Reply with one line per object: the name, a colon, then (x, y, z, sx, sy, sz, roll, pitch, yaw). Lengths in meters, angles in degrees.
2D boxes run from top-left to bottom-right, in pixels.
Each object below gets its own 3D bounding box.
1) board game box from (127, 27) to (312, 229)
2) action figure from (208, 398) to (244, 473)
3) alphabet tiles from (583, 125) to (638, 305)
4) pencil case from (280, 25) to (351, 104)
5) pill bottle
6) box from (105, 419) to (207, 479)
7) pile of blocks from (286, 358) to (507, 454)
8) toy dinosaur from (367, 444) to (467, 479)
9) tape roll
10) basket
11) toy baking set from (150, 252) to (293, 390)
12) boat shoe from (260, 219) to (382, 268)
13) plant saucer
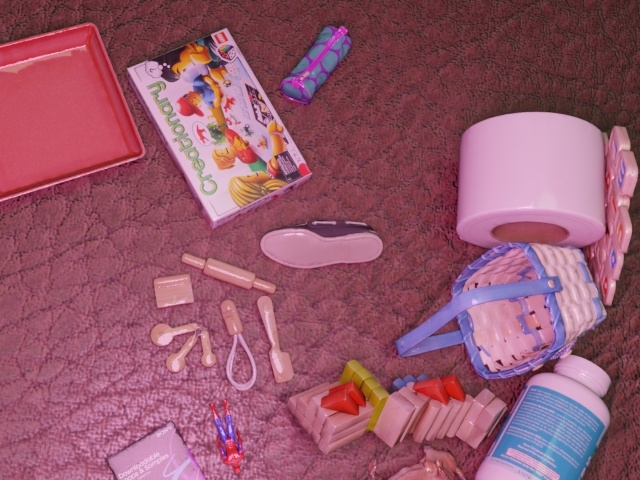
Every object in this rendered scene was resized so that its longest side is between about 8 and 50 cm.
board game box: (-0.174, -0.195, 1.378, 0.193, 0.053, 0.305, -28, 82, -18)
action figure: (-0.144, 0.308, 1.257, 0.038, 0.030, 0.115, -15, 83, -10)
alphabet tiles: (0.484, -0.042, 1.354, 0.021, 0.284, 0.278, 4, 40, 6)
pencil case: (-0.006, -0.314, 1.440, 0.064, 0.070, 0.151, 35, 69, -1)
pill bottle: (0.372, 0.318, 1.305, 0.146, 0.146, 0.264, 36, 71, -1)
box: (-0.236, 0.371, 1.218, 0.116, 0.029, 0.162, -29, 81, -18)
pile of blocks: (0.136, 0.238, 1.263, 0.362, 0.112, 0.149, 4, 37, -21)
toy dinosaur: (0.124, 0.450, 1.231, 0.200, 0.127, 0.295, 22, 77, -13)
tape roll: (0.356, -0.090, 1.365, 0.246, 0.246, 0.169, 8, 73, -10)
basket: (0.290, 0.115, 1.289, 0.289, 0.255, 0.201, -4, 68, -24)
toy baking set: (-0.156, 0.134, 1.305, 0.256, 0.030, 0.196, 16, 75, -7)
boat shoe: (0.000, 0.000, 1.370, 0.206, 0.075, 0.065, 0, 32, -7)
plant saucer: (-0.453, -0.208, 1.323, 0.259, 0.048, 0.259, -20, 79, -17)
